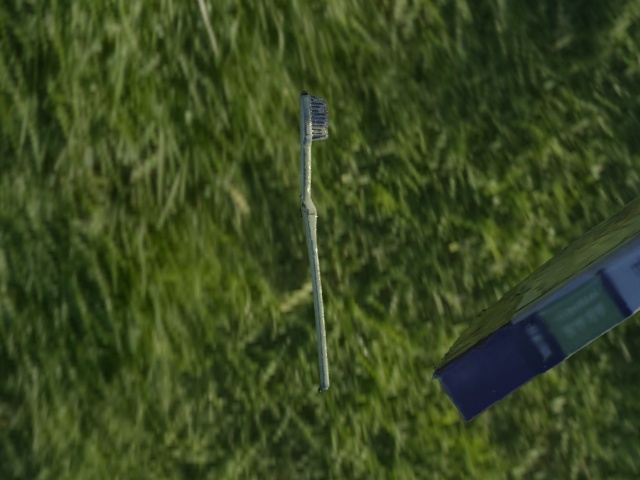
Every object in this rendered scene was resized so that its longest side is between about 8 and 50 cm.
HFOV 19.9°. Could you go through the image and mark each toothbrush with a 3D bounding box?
[{"bbox_3d":[-0.006,0.001,1.772,0.028,0.026,0.294,0,85,-6],"label":"toothbrush"}]

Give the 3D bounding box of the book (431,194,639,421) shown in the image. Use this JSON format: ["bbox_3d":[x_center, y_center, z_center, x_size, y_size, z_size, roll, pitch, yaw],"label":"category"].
[{"bbox_3d":[0.146,-0.031,0.571,0.231,0.157,0.026,-35,88,19],"label":"book"}]
